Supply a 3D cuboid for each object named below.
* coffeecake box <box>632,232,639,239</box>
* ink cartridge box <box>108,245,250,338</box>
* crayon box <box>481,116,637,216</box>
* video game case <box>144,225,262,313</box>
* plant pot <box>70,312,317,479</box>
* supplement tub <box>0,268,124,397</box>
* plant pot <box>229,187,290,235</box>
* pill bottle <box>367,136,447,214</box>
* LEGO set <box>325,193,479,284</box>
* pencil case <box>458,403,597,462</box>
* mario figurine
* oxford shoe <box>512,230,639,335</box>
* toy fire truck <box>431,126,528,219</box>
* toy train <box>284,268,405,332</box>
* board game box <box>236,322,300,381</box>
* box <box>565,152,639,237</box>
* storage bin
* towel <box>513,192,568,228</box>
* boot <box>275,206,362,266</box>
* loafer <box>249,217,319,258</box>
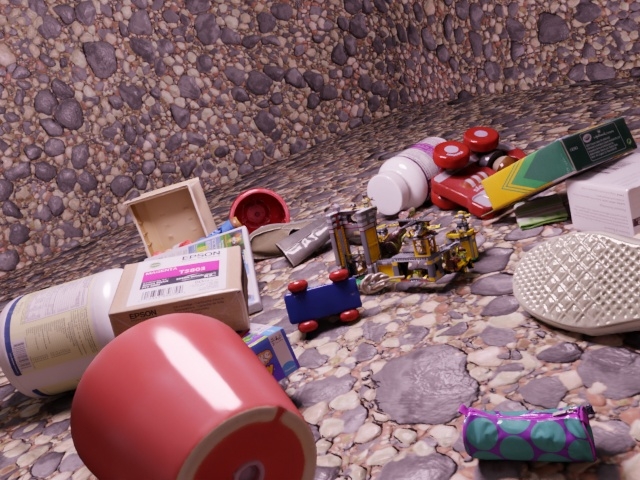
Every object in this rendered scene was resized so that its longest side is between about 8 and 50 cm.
[{"bbox_3d":[0.643,0.001,1.047,0.185,0.068,0.142,-25,17,-22],"label":"coffeecake box"},{"bbox_3d":[-0.254,0.102,1.152,0.234,0.088,0.193,-11,26,-4],"label":"ink cartridge box"},{"bbox_3d":[0.521,-0.163,1.431,0.203,0.083,0.323,-20,-7,-26],"label":"crayon box"},{"bbox_3d":[-0.313,0.109,1.597,0.300,0.036,0.329,-19,37,0],"label":"video game case"},{"bbox_3d":[-0.150,0.254,0.801,0.275,0.275,0.243,-28,27,-28],"label":"plant pot"},{"bbox_3d":[-0.502,0.196,1.363,0.324,0.235,0.235,-16,17,7],"label":"supplement tub"},{"bbox_3d":[-0.203,-0.081,2.004,0.191,0.191,0.174,-21,14,-7],"label":"plant pot"},{"bbox_3d":[0.279,-0.190,1.872,0.169,0.169,0.301,-1,24,46],"label":"pill bottle"},{"bbox_3d":[0.174,-0.025,1.369,0.255,0.192,0.331,-22,14,-40],"label":"LEGO set"},{"bbox_3d":[0.247,0.229,0.743,0.151,0.070,0.064,-10,19,28],"label":"pencil case"},{"bbox_3d":[-0.353,0.065,1.822,0.320,0.170,0.198,-26,3,3],"label":"mario figurine"},{"bbox_3d":[0.488,0.069,0.924,0.130,0.169,0.449,20,-16,-33],"label":"oxford shoe"},{"bbox_3d":[0.458,-0.174,1.697,0.302,0.169,0.254,-28,43,-28],"label":"toy fire truck"},{"bbox_3d":[0.050,0.112,1.314,0.248,0.105,0.143,-14,-1,-2],"label":"toy train"},{"bbox_3d":[-0.219,0.235,1.121,0.233,0.078,0.347,-28,10,-28],"label":"board game box"},{"bbox_3d":[0.632,-0.089,1.254,0.181,0.119,0.182,-22,17,-13],"label":"box"},{"bbox_3d":[-0.491,-0.046,2.072,0.260,0.262,0.123,-15,16,12],"label":"storage bin"},{"bbox_3d":[0.523,-0.067,1.481,0.113,0.023,0.152,-15,19,18],"label":"towel"},{"bbox_3d":[0.001,0.002,1.716,0.208,0.076,0.189,-31,38,-19],"label":"boot"},{"bbox_3d":[-0.108,-0.006,1.826,0.251,0.094,0.087,-18,12,3],"label":"loafer"}]
